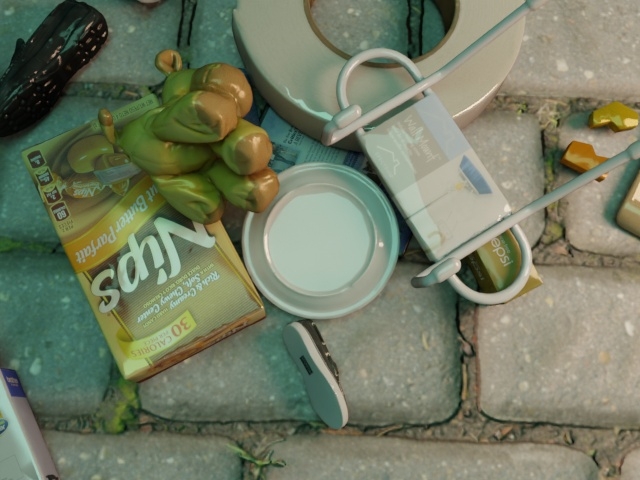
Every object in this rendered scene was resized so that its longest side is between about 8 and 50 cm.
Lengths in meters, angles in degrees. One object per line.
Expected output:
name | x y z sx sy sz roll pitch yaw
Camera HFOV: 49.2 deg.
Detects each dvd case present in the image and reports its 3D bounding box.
dvd case | 0.026 -0.103 0.939 0.253 0.022 0.180 23 78 5

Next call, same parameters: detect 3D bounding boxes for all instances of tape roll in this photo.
tape roll | 0.078 -0.307 0.950 0.392 0.072 0.392 1 73 -3

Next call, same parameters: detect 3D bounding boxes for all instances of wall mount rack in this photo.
wall mount rack | 0.183 -0.111 0.799 0.304 0.130 0.350 -32 88 -7

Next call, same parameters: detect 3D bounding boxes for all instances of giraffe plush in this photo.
giraffe plush | -0.141 -0.137 0.817 0.210 0.181 0.170 3 47 15

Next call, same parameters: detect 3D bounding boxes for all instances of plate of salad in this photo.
plate of salad | 0.000 0.000 0.888 0.200 0.048 0.199 0 89 3

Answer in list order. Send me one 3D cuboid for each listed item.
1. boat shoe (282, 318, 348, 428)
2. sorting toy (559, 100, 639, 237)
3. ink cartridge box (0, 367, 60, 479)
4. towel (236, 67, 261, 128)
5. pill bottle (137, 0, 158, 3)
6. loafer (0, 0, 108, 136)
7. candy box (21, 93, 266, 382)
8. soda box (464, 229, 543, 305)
boat shoe | 0.002 0.161 0.863 0.040 0.049 0.142 -17 77 -45
sorting toy | 0.492 -0.095 0.937 0.307 0.041 0.229 30 82 6
ink cartridge box | -0.415 0.285 0.819 0.186 0.065 0.311 -26 80 -7
towel | -0.119 -0.175 0.940 0.067 0.029 0.119 -15 64 1
pill bottle | -0.297 -0.452 0.964 0.246 0.130 0.130 42 79 9
loafer | -0.380 -0.235 0.942 0.078 0.076 0.223 31 73 12
candy box | -0.219 -0.005 0.877 0.183 0.087 0.316 -27 77 -8
soda box | 0.206 -0.010 0.886 0.058 0.061 0.181 -27 86 -7
